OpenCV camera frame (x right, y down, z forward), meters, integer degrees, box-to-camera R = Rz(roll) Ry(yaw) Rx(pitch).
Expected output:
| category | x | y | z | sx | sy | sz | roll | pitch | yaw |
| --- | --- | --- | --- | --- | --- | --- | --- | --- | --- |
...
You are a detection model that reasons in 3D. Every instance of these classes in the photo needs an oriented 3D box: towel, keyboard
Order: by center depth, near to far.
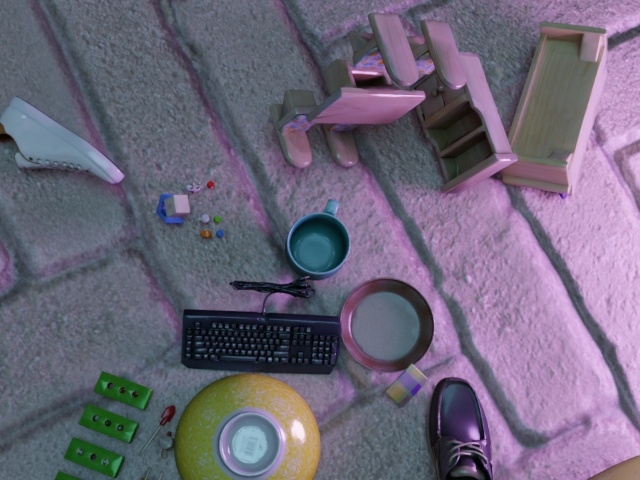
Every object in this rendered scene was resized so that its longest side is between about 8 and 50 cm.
| category | x | y | z | sx | sy | sz | roll | pitch | yaw |
| --- | --- | --- | --- | --- | --- | --- | --- | --- | --- |
| keyboard | -0.115 | 0.168 | 1.749 | 0.317 | 0.033 | 0.201 | 3 | 97 | -6 |
| towel | 0.173 | 0.295 | 1.772 | 0.083 | 0.009 | 0.060 | -47 | 115 | -4 |

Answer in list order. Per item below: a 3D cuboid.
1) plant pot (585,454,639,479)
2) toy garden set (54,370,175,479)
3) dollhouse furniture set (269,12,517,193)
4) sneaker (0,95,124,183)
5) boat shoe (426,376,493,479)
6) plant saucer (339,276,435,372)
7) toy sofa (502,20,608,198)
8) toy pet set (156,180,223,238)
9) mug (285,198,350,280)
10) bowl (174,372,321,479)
| category | x | y | z | sx | sy | sz | roll | pitch | yaw |
| --- | --- | --- | --- | --- | --- | --- | --- | --- | --- |
| plant pot | 0.569 | 0.549 | 1.657 | 0.293 | 0.275 | 0.274 | -35 | 81 | -29 |
| toy garden set | -0.372 | 0.402 | 1.679 | 0.204 | 0.049 | 0.244 | 18 | 72 | 9 |
| dollhouse furniture set | 0.169 | -0.237 | 1.763 | 0.394 | 0.362 | 0.256 | -6 | 72 | -38 |
| sneaker | -0.541 | -0.173 | 1.799 | 0.290 | 0.106 | 0.123 | 31 | 84 | 10 |
| boat shoe | 0.287 | 0.441 | 1.703 | 0.132 | 0.130 | 0.355 | -3 | 76 | -7 |
| plant saucer | 0.135 | 0.175 | 1.805 | 0.199 | 0.036 | 0.198 | 1 | 76 | -5 |
| toy sofa | 0.517 | -0.282 | 1.925 | 0.150 | 0.177 | 0.362 | 13 | 73 | 23 |
| toy pet set | -0.275 | -0.058 | 1.822 | 0.114 | 0.065 | 0.122 | -1 | 76 | -43 |
| mug | 0.002 | 0.009 | 1.802 | 0.158 | 0.097 | 0.129 | -36 | 81 | -14 |
| bowl | -0.136 | 0.388 | 1.659 | 0.290 | 0.156 | 0.289 | 1 | 76 | -5 |
